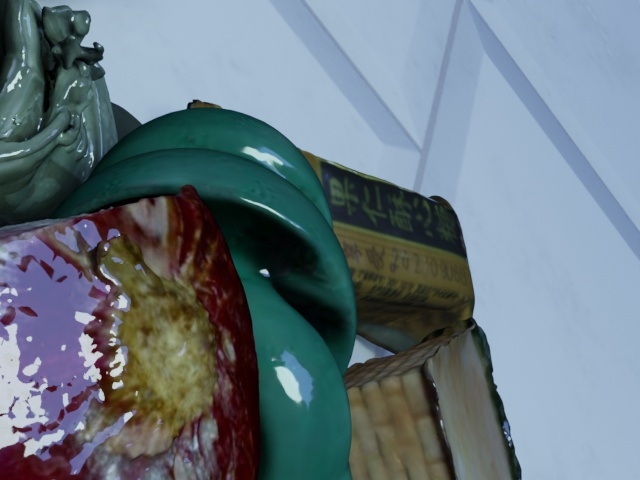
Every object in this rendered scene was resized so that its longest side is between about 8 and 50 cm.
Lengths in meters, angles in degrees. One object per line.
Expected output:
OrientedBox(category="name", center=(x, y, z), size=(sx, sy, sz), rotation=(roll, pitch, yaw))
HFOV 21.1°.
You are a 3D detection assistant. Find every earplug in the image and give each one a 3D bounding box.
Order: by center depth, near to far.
OrientedBox(category="earplug", center=(-0.048, 0.069, 0.847), size=(0.280, 0.164, 0.257), rotation=(-86, 158, -43))

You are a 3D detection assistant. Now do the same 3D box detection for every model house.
OrientedBox(category="model house", center=(0.023, 0.158, 0.979), size=(0.166, 0.172, 0.183), rotation=(-20, 93, -75))

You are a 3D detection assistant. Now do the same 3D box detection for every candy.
OrientedBox(category="candy", center=(0.000, 0.000, 1.129), size=(0.271, 0.101, 0.143), rotation=(17, 58, -46))

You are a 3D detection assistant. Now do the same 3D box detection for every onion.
OrientedBox(category="onion", center=(-0.145, 0.095, 0.690), size=(0.206, 0.216, 0.207), rotation=(-22, 94, -57))

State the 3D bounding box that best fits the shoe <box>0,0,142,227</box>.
OrientedBox(category="shoe", center=(-0.147, -0.063, 0.877), size=(0.293, 0.149, 0.109), rotation=(1, 65, -57))
